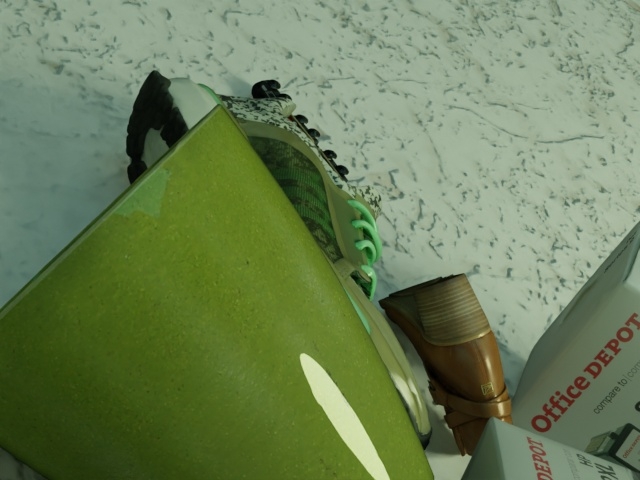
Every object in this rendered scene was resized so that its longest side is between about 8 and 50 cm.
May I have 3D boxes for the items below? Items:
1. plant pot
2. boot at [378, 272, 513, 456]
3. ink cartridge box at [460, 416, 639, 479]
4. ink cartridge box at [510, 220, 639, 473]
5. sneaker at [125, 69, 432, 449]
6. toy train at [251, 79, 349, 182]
[{"bbox_3d":[-0.068,0.106,0.955,0.293,0.275,0.275,47,35,-7],"label":"plant pot"},{"bbox_3d":[0.111,0.110,1.203,0.073,0.197,0.152,-19,89,-4],"label":"boot"},{"bbox_3d":[0.245,0.268,0.992,0.307,0.129,0.223,21,15,-3],"label":"ink cartridge box"},{"bbox_3d":[0.338,0.150,1.219,0.289,0.211,0.121,34,37,3],"label":"ink cartridge box"},{"bbox_3d":[0.000,0.000,1.163,0.182,0.158,0.410,-15,57,-32],"label":"sneaker"},{"bbox_3d":[-0.022,-0.105,1.399,0.036,0.027,0.158,-13,55,-40],"label":"toy train"}]
